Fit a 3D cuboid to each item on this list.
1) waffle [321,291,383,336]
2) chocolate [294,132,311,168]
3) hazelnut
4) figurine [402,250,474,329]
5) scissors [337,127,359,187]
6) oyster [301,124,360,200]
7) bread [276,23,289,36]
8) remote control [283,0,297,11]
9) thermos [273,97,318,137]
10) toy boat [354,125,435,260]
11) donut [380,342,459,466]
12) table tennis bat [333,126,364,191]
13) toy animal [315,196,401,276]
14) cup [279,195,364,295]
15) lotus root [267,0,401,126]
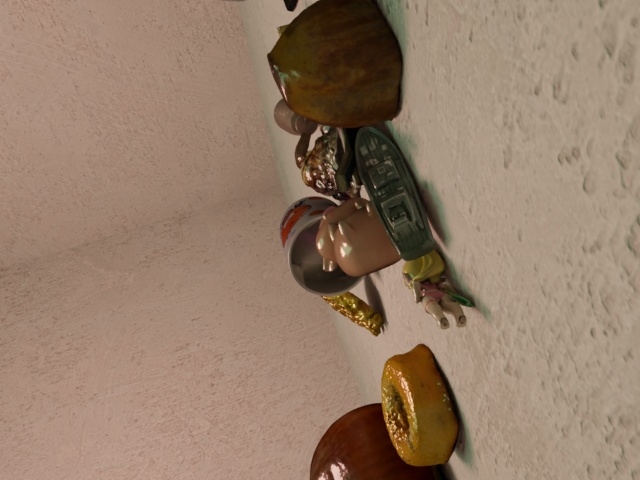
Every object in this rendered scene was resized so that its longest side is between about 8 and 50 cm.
[{"bbox_3d":[0.100,0.198,1.678,0.219,0.057,0.229,30,168,40],"label":"waffle"},{"bbox_3d":[-0.050,-0.232,1.519,0.064,0.031,0.100,116,168,-57],"label":"chocolate"},{"bbox_3d":[0.156,0.628,1.508,0.359,0.360,0.409,79,180,-46],"label":"hazelnut"},{"bbox_3d":[0.175,0.070,0.905,0.187,0.083,0.083,-105,1,-63],"label":"figurine"},{"bbox_3d":[0.063,-0.203,1.329,0.085,0.022,0.176,139,116,-80],"label":"scissors"},{"bbox_3d":[0.012,-0.188,1.497,0.271,0.101,0.275,109,150,-54],"label":"oyster"},{"bbox_3d":[-0.054,-0.472,1.321,0.109,0.084,0.080,144,107,-84],"label":"bread"},{"bbox_3d":[-0.067,-0.596,1.388,0.245,0.025,0.063,-142,30,-80],"label":"remote control"},{"bbox_3d":[-0.059,-0.363,1.682,0.193,0.105,0.137,-129,53,-64],"label":"thermos"},{"bbox_3d":[0.110,-0.089,0.949,0.085,0.078,0.260,47,-159,-56],"label":"toy boat"},{"bbox_3d":[0.207,0.345,1.233,0.253,0.119,0.253,175,90,-76],"label":"donut"},{"bbox_3d":[0.057,-0.159,1.045,0.274,0.021,0.154,-71,-33,-57],"label":"table tennis bat"},{"bbox_3d":[0.078,-0.007,1.158,0.154,0.167,0.250,61,173,-13],"label":"toy animal"},{"bbox_3d":[0.000,0.000,1.607,0.317,0.213,0.212,-123,16,-73],"label":"cup"},{"bbox_3d":[0.013,-0.260,0.909,0.199,0.180,0.188,83,164,-59],"label":"lotus root"}]
